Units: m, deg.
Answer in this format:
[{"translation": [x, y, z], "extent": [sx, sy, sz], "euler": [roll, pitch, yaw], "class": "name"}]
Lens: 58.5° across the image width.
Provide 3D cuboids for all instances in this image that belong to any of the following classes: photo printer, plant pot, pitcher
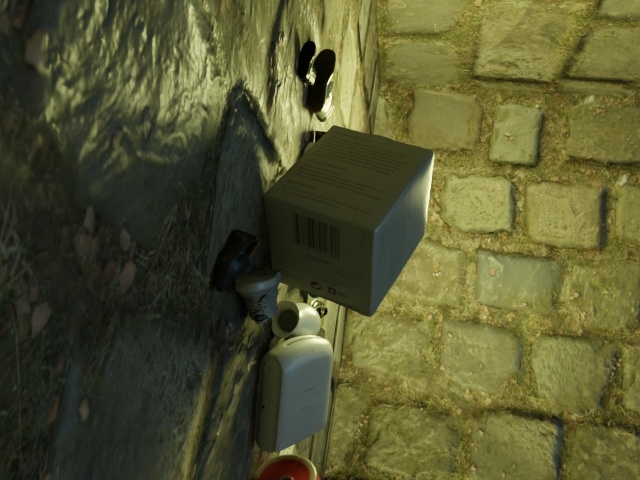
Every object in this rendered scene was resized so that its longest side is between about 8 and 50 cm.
[{"translation": [-0.074, 0.436, 1.686], "extent": [0.256, 0.107, 0.307], "euler": [-5, 104, -51], "class": "photo printer"}, {"translation": [-0.091, 0.798, 1.698], "extent": [0.275, 0.275, 0.243], "euler": [-64, 150, -63], "class": "plant pot"}, {"translation": [-0.088, 0.278, 1.774], "extent": [0.178, 0.125, 0.207], "euler": [-63, 158, -1], "class": "pitcher"}]

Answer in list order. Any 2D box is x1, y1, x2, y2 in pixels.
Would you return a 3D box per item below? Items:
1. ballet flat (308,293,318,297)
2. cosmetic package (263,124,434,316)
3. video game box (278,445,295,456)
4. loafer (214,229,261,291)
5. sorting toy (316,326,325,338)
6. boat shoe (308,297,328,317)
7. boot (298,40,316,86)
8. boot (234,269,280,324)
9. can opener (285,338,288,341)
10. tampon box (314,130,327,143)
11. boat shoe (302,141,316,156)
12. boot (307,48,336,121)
[{"translation": [-0.024, 0.170, 2.204], "extent": [0.188, 0.070, 0.070], "euler": [81, 18, -69], "class": "ballet flat"}, {"translation": [0.090, -0.068, 1.623], "extent": [0.393, 0.329, 0.327], "euler": [-50, 149, -39], "class": "cosmetic package"}, {"translation": [-0.132, 0.853, 2.065], "extent": [0.187, 0.048, 0.205], "euler": [-67, 161, -67], "class": "video game box"}, {"translation": [-0.176, 0.041, 1.205], "extent": [0.062, 0.061, 0.170], "euler": [88, 13, -46], "class": "loafer"}, {"translation": [-0.053, 0.443, 1.986], "extent": [0.229, 0.041, 0.307], "euler": [171, -75, -69], "class": "sorting toy"}, {"translation": [-0.015, 0.273, 2.219], "extent": [0.081, 0.069, 0.228], "euler": [-49, 172, 5], "class": "boat shoe"}, {"translation": [-0.034, -0.528, 1.717], "extent": [0.099, 0.045, 0.121], "euler": [-15, 118, -77], "class": "boot"}, {"translation": [-0.141, 0.142, 1.370], "extent": [0.258, 0.095, 0.123], "euler": [-15, 104, -81], "class": "boot"}, {"translation": [-0.103, 0.457, 1.967], "extent": [0.095, 0.076, 0.283], "euler": [-160, -107, -67], "class": "can opener"}, {"translation": [0.033, -0.299, 1.997], "extent": [0.120, 0.101, 0.161], "euler": [-135, -132, -74], "class": "tampon box"}, {"translation": [-0.023, -0.208, 1.859], "extent": [0.096, 0.088, 0.267], "euler": [83, 17, -54], "class": "boat shoe"}, {"translation": [0.013, -0.514, 1.910], "extent": [0.165, 0.077, 0.213], "euler": [11, 91, -80], "class": "boot"}]
